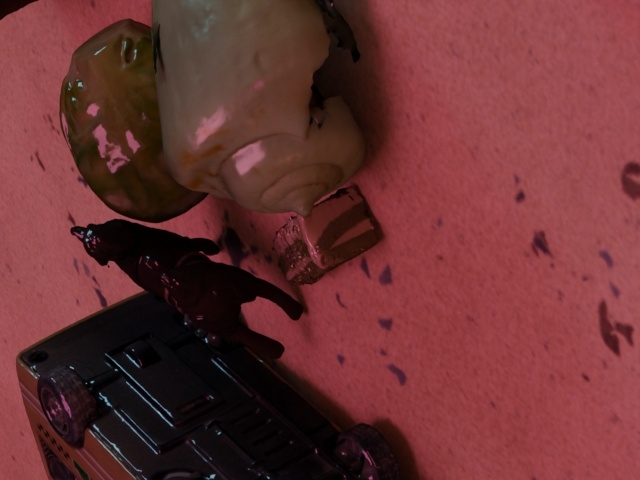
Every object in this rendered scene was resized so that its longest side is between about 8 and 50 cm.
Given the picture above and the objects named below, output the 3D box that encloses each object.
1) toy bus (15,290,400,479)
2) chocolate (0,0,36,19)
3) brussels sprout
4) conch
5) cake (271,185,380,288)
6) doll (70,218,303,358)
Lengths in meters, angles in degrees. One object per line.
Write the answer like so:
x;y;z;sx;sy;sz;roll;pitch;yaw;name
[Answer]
-0.080;0.198;1.436;0.365;0.177;0.202;38;143;41;toy bus
-0.272;-0.326;1.416;0.112;0.112;0.321;24;129;45;chocolate
-0.136;-0.087;1.370;0.155;0.117;0.155;40;152;27;brussels sprout
-0.046;-0.135;1.227;0.143;0.137;0.251;115;148;-83;conch
0.000;0.000;1.317;0.051;0.055;0.140;62;166;2;cake
-0.111;0.024;1.380;0.139;0.165;0.057;33;98;45;doll
